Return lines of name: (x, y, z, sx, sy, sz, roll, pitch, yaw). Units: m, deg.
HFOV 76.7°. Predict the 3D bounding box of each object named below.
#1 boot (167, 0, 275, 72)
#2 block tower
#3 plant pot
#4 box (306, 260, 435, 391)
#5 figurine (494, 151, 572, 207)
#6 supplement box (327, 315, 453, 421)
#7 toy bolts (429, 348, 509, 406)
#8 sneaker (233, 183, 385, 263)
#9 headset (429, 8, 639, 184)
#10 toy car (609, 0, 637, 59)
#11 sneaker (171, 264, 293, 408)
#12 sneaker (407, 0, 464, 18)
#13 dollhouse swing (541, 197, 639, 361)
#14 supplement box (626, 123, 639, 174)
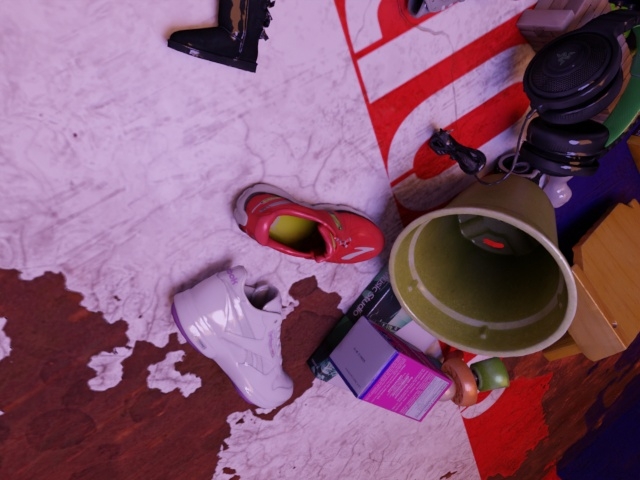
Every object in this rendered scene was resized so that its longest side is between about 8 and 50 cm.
boot: (-0.114, -0.261, 0.476, 0.121, 0.045, 0.099, -2, 119, -37)
block tower: (0.501, -0.336, 0.759, 0.335, 0.091, 0.097, 23, 102, -37)
plant pot: (0.296, 0.013, 0.709, 0.254, 0.275, 0.276, -43, 137, -45)
box: (0.153, 0.187, 0.862, 0.232, 0.058, 0.322, 34, 94, -37)
figurine: (0.472, -0.115, 0.874, 0.214, 0.092, 0.210, -32, 135, -12)
supplement box: (0.140, 0.254, 0.786, 0.114, 0.111, 0.220, -51, 128, 3)
toy bolts: (0.285, 0.281, 0.948, 0.158, 0.219, 0.229, -8, 153, -11)
sneaker: (0.000, 0.000, 0.635, 0.278, 0.118, 0.107, 11, 110, -33)
headset: (0.392, -0.223, 0.686, 0.394, 0.185, 0.244, -30, 132, -9)
toy car: (0.600, -0.423, 0.792, 0.224, 0.053, 0.239, -6, 117, -27)
sneaker: (-0.101, 0.168, 0.669, 0.152, 0.114, 0.305, -35, 127, -7)
sneaker: (0.181, -0.368, 0.567, 0.262, 0.099, 0.121, 5, 120, -24)
dollhouse swing: (0.715, 0.123, 1.111, 0.346, 0.305, 0.315, -35, 90, -24)
supplement box: (0.913, -0.262, 1.010, 0.191, 0.129, 0.194, 31, 98, -37)
